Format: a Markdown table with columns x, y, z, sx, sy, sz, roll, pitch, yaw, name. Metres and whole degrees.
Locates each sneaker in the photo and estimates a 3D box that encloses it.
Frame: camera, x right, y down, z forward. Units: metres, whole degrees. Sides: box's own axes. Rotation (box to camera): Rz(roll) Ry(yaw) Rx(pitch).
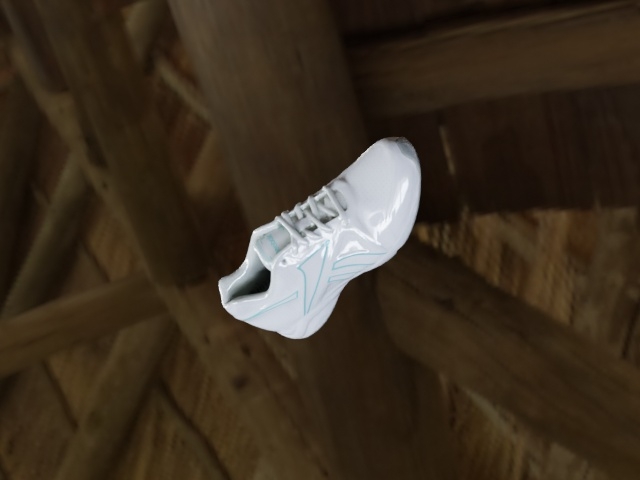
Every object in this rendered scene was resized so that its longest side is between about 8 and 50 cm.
| x | y | z | sx | sy | sz | roll | pitch | yaw | name |
| --- | --- | --- | --- | --- | --- | --- | --- | --- | --- |
| 0.000 | 0.000 | 0.808 | 0.061 | 0.152 | 0.053 | 13 | -142 | -38 | sneaker |
